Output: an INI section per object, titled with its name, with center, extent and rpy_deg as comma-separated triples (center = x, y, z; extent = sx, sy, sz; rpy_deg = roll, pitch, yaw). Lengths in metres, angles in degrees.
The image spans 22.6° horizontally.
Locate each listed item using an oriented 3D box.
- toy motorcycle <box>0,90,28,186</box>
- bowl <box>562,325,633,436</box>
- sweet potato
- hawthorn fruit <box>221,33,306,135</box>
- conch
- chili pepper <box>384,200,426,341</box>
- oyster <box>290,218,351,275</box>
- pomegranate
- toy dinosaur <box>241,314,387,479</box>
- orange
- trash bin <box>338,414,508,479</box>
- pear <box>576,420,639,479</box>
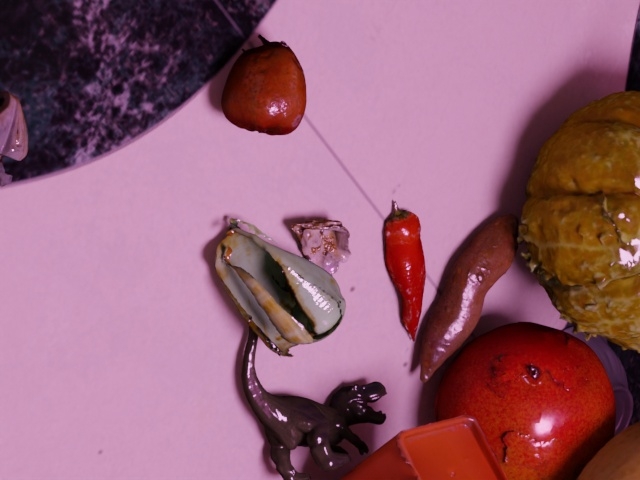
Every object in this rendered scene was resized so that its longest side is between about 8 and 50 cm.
[toy motorcycle]
center = -0.318, -0.052, 1.302
extent = 0.130, 0.094, 0.229
rpy_deg = 32, 89, -46
[bowl]
center = 0.332, 0.205, 1.996
extent = 0.189, 0.086, 0.189
rpy_deg = -17, 117, -38
[sweet potato]
center = 0.163, 0.061, 1.810
extent = 0.065, 0.051, 0.218
rpy_deg = 41, 78, -46
[hawthorn fruit]
center = -0.051, -0.148, 1.519
extent = 0.081, 0.081, 0.093
rpy_deg = 10, 91, -44
[conch]
center = -0.047, 0.055, 1.598
extent = 0.170, 0.079, 0.106
rpy_deg = 37, 56, -34
[chili pepper]
center = 0.096, 0.039, 1.757
extent = 0.045, 0.027, 0.178
rpy_deg = -25, 123, -34
[oyster]
center = 0.002, -0.002, 1.655
extent = 0.051, 0.034, 0.093
rpy_deg = -35, 140, -8
[pomegranate]
center = 0.235, 0.207, 1.825
extent = 0.210, 0.210, 0.235
rpy_deg = -32, 122, -29
[toy dinosaur]
center = -0.021, 0.162, 1.709
extent = 0.187, 0.087, 0.179
rpy_deg = -12, 77, -55
[orange]
center = 0.357, -0.024, 1.830
extent = 0.301, 0.223, 0.300
rpy_deg = 23, 74, -44
[trash bin]
center = 0.077, 0.296, 1.688
extent = 0.184, 0.161, 0.239
rpy_deg = -10, 151, -36
[pear]
center = 0.403, 0.361, 1.726
extent = 0.348, 0.348, 0.348
rpy_deg = -17, 117, -37
